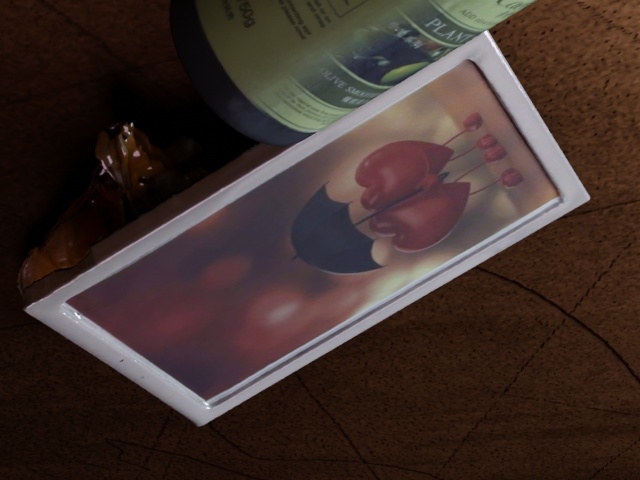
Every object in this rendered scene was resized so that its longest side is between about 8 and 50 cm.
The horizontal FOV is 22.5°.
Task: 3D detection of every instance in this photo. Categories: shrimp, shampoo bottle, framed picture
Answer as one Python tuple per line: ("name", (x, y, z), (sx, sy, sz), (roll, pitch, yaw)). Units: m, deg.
("shrimp", (-0.110, 0.008, 0.966), (0.154, 0.062, 0.294), (1, 149, -1))
("shampoo bottle", (0.062, -0.144, 0.712), (0.284, 0.101, 0.101), (-29, 142, 31))
("framed picture", (0.000, 0.000, 0.928), (0.289, 0.020, 0.211), (-30, 147, 9))
